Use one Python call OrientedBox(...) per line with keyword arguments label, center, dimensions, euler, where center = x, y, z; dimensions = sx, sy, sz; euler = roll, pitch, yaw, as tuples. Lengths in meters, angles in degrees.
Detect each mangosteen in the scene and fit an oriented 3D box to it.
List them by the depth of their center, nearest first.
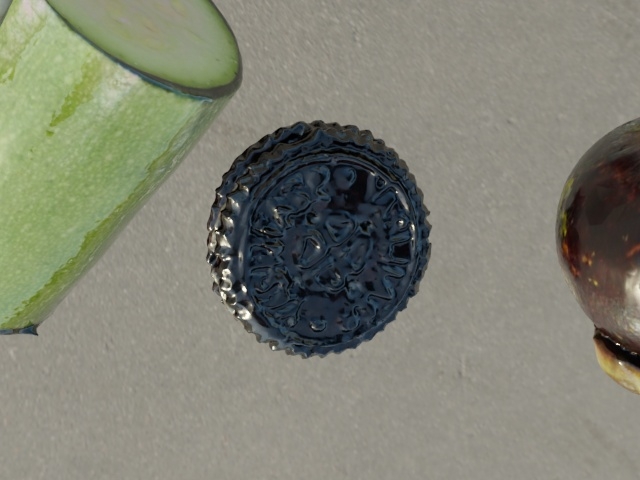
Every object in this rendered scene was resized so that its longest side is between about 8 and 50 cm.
OrientedBox(label="mangosteen", center=(0.248, 0.018, 0.656), dimensions=(0.192, 0.192, 0.217), euler=(-18, 124, -7))

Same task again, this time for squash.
OrientedBox(label="squash", center=(-0.290, -0.108, 1.064), dimensions=(0.263, 0.263, 0.384), euler=(26, 123, -31))

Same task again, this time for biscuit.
OrientedBox(label="biscuit", center=(0.000, 0.000, 0.825), dimensions=(0.195, 0.053, 0.194), euler=(-6, 105, -21))

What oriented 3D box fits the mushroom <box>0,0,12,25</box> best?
OrientedBox(label="mushroom", center=(-0.222, -0.233, 0.751), dimensions=(0.071, 0.084, 0.209), euler=(16, 116, -50))
